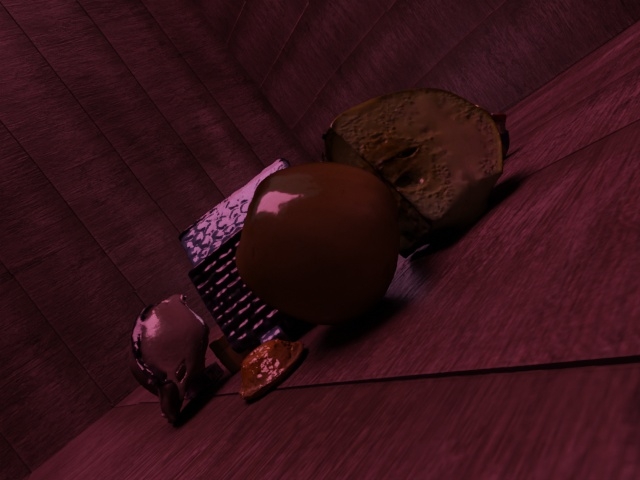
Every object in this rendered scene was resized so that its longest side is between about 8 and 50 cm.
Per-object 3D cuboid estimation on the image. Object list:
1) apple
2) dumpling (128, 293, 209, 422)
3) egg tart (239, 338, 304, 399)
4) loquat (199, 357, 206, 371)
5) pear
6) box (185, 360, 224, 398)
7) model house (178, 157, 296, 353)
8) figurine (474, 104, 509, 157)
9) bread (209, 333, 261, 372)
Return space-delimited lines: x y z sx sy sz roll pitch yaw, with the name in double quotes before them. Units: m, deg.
"apple" 0.000 0.000 0.646 0.262 0.262 0.262 -37 2 2
"dumpling" -0.335 0.250 0.912 0.204 0.164 0.292 -52 35 34
"egg tart" -0.082 0.191 0.662 0.129 0.049 0.129 -36 4 3
"loquat" -0.387 0.363 1.198 0.137 0.113 0.137 -44 -20 -21
"pear" 0.188 -0.140 0.780 0.282 0.286 0.176 -38 -17 -16
"box" -0.285 0.334 1.013 0.117 0.036 0.051 -37 2 33
"model house" -0.058 0.055 0.908 0.360 0.297 0.339 -36 39 -1
"figurine" 0.332 -0.208 1.036 0.276 0.158 0.161 -37 -7 -21
"bread" -0.183 0.230 0.973 0.074 0.084 0.139 -38 1 9
